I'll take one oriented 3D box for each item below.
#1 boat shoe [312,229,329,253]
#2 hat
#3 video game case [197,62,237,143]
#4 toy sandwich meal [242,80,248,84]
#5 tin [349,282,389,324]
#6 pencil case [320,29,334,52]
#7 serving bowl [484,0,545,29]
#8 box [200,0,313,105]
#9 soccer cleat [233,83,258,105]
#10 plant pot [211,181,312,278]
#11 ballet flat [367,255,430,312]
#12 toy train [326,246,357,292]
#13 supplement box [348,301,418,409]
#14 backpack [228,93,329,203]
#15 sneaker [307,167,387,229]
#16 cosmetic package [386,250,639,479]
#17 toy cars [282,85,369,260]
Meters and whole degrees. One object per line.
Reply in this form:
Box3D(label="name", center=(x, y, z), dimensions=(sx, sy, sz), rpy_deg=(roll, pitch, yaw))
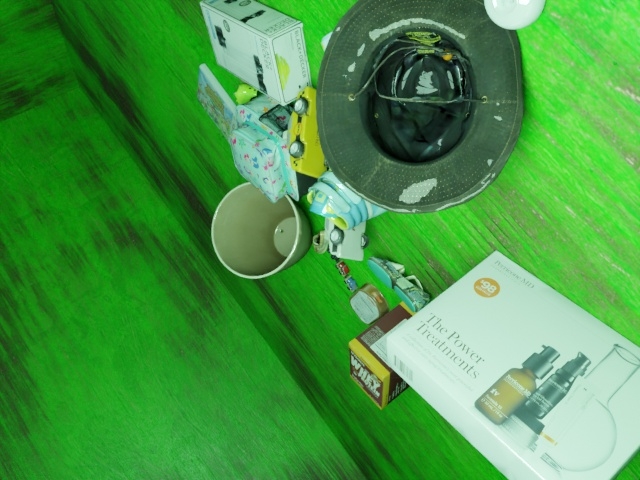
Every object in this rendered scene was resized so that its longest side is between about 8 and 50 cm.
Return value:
Box3D(label="boat shoe", center=(0.000, 0.000, 1.666), dimensions=(0.135, 0.045, 0.050), rpy_deg=(123, 147, -60))
Box3D(label="hat", center=(0.148, -0.207, 0.879), dimensions=(0.331, 0.331, 0.134), rpy_deg=(54, -164, 5))
Box3D(label="video game case", center=(-0.315, -0.414, 1.803), dimensions=(0.212, 0.023, 0.193), rpy_deg=(54, 158, 6))
Box3D(label="toy sandwich meal", center=(-0.192, -0.442, 1.499), dimensions=(0.085, 0.029, 0.086), rpy_deg=(37, 157, 18))
Box3D(label="tin", center=(0.138, 0.187, 1.673), dimensions=(0.106, 0.040, 0.190), rpy_deg=(49, 158, 8))
Box3D(label="pencil case", center=(0.106, -0.257, 1.008), dimensions=(0.124, 0.113, 0.273), rpy_deg=(-10, 112, 56))
Box3D(label="serving bowl", center=(0.242, -0.309, 0.738), dimensions=(0.083, 0.027, 0.083), rpy_deg=(32, 140, 32))
Box3D(label="box", center=(-0.147, -0.444, 1.315), dimensions=(0.290, 0.087, 0.169), rpy_deg=(40, 153, 36))
Box3D(label="soccer cleat", center=(-0.185, -0.352, 1.570), dimensions=(0.072, 0.060, 0.179), rpy_deg=(16, 157, 10))
Box3D(label="plant pot", center=(-0.128, -0.020, 1.644), dimensions=(0.256, 0.256, 0.274), rpy_deg=(50, -167, 16))
Box3D(label="ballet flat", center=(0.192, 0.095, 1.392), dimensions=(0.188, 0.070, 0.070), rpy_deg=(48, 158, 30))
Box3D(label="toy train", center=(0.067, 0.083, 1.690), dimensions=(0.036, 0.027, 0.158), rpy_deg=(-11, 111, 55))
Box3D(label="supplement box", center=(0.188, 0.299, 1.504), dimensions=(0.129, 0.194, 0.191), rpy_deg=(43, 155, 32))
Box3D(label="backpack", center=(-0.116, -0.234, 1.432), dimensions=(0.253, 0.191, 0.225), rpy_deg=(48, 159, 33))
Box3D(label="sneaker", center=(0.049, -0.160, 1.136), dimensions=(0.127, 0.208, 0.319), rpy_deg=(25, 142, 54))
Box3D(label="cosmetic package", center=(0.338, 0.217, 0.949), dimensions=(0.377, 0.284, 0.097), rpy_deg=(40, 152, 35))
Box3D(label="toy cars", center=(0.010, -0.136, 1.278), dimensions=(0.087, 0.176, 0.394), rpy_deg=(-3, 120, 46))
